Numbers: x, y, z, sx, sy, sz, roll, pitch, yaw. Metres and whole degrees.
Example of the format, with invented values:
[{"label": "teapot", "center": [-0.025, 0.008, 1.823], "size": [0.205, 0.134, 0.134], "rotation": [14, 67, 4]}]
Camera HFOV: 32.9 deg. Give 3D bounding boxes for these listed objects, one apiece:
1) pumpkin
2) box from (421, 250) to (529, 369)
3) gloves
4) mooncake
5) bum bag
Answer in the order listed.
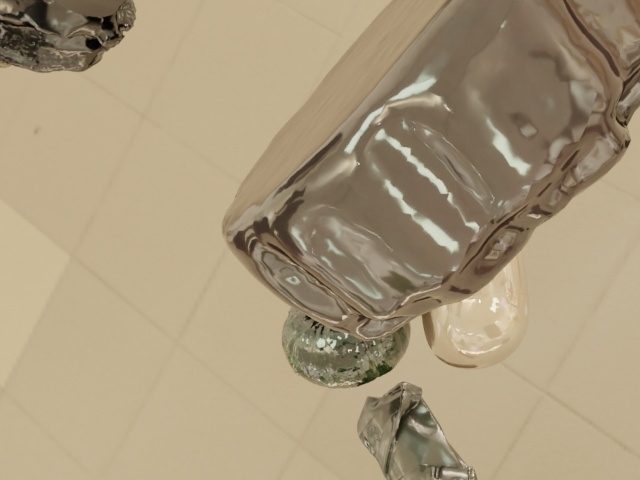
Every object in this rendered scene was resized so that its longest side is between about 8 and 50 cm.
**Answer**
[{"label": "pumpkin", "center": [0.037, 0.137, 1.712], "size": [0.211, 0.211, 0.152], "rotation": [7, 123, 31]}, {"label": "box", "center": [0.139, 0.046, 1.003], "size": [0.088, 0.200, 0.146], "rotation": [-4, 80, 0]}, {"label": "gloves", "center": [-0.212, -0.153, 0.737], "size": [0.181, 0.129, 0.106], "rotation": [-31, 58, 50]}, {"label": "mooncake", "center": [0.075, -0.064, 0.641], "size": [0.141, 0.283, 0.283], "rotation": [41, 108, -9]}, {"label": "bum bag", "center": [0.160, 0.350, 1.725], "size": [0.142, 0.080, 0.326], "rotation": [-56, 48, 21]}]
